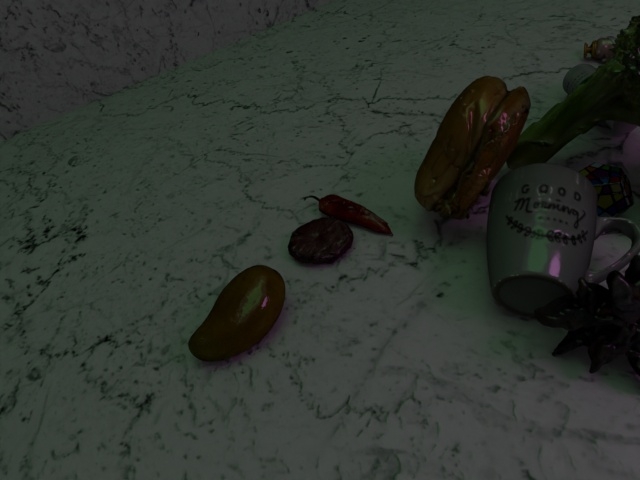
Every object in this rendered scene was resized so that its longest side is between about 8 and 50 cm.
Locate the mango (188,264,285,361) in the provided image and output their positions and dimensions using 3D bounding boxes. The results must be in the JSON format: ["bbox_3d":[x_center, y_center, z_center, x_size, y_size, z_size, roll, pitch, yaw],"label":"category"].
[{"bbox_3d":[-0.157,0.145,0.957,0.136,0.099,0.227,28,65,34],"label":"mango"}]

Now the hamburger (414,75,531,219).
[{"bbox_3d":[0.318,-0.195,1.029,0.158,0.318,0.318,29,54,11],"label":"hamburger"}]

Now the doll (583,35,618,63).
[{"bbox_3d":[0.870,-0.574,1.485,0.127,0.073,0.084,3,77,26],"label":"doll"}]

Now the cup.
[{"bbox_3d":[0.426,0.011,0.868,0.258,0.186,0.234,7,53,19],"label":"cup"}]

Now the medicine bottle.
[{"bbox_3d":[0.726,-0.368,1.267,0.095,0.095,0.260,-12,39,4],"label":"medicine bottle"}]

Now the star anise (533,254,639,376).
[{"bbox_3d":[0.474,0.111,0.732,0.283,0.212,0.129,-7,27,-2],"label":"star anise"}]

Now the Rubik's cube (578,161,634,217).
[{"bbox_3d":[0.559,-0.091,0.990,0.133,0.133,0.111,27,81,38],"label":"Rubik's cube"}]

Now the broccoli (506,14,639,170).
[{"bbox_3d":[0.591,-0.281,1.014,0.397,0.353,0.274,-31,75,3],"label":"broccoli"}]

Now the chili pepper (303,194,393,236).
[{"bbox_3d":[0.063,-0.071,1.168,0.268,0.050,0.059,26,39,37],"label":"chili pepper"}]

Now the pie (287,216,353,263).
[{"bbox_3d":[0.000,0.000,1.116,0.155,0.036,0.154,-9,41,8],"label":"pie"}]
